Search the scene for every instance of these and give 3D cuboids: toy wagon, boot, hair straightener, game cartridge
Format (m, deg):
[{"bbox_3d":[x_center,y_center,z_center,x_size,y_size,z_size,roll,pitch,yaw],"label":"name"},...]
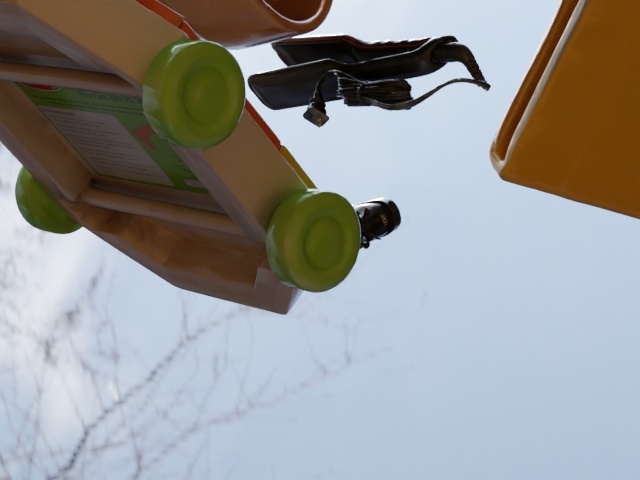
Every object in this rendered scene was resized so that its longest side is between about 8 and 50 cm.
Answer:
[{"bbox_3d":[-0.132,-0.083,1.041,0.267,0.344,0.068,11,-122,47],"label":"toy wagon"},{"bbox_3d":[0.000,0.001,1.536,0.099,0.121,0.045,-25,-85,-52],"label":"boot"},{"bbox_3d":[0.029,-0.110,1.382,0.230,0.047,0.089,7,-124,44],"label":"hair straightener"},{"bbox_3d":[0.330,-0.134,1.435,0.324,0.285,0.052,15,-153,-21],"label":"game cartridge"}]

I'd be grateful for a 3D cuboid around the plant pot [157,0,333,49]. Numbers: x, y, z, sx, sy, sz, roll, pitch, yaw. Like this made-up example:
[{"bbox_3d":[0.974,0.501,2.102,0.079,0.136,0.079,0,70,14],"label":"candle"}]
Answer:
[{"bbox_3d":[-0.141,-0.259,1.347,0.203,0.291,0.291,-17,-130,20],"label":"plant pot"}]
